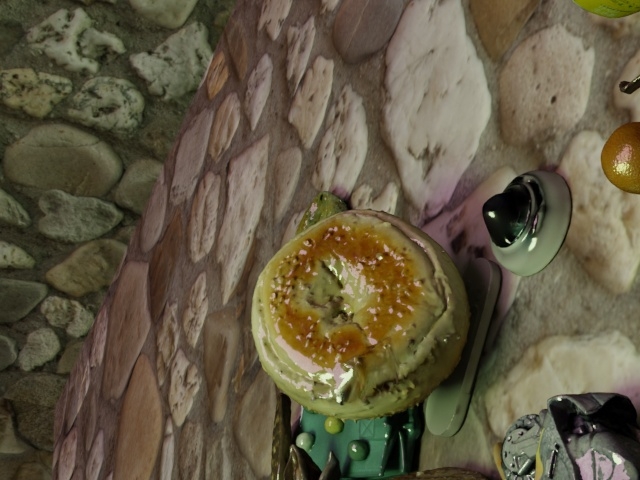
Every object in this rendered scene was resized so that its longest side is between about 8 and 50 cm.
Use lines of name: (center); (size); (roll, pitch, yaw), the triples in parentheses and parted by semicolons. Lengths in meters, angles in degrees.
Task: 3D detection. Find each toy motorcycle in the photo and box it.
toy motorcycle: (0.274, 0.251, 0.982); (0.173, 0.108, 0.307); (-60, 29, 18)

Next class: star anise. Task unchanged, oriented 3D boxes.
star anise: (-0.006, 0.405, 1.432); (0.197, 0.073, 0.212); (-53, 56, 29)

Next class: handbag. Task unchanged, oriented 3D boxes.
handbag: (0.049, 0.225, 1.509); (0.274, 0.100, 0.268); (-26, 51, 61)

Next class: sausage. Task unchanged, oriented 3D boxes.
sausage: (0.227, 0.285, 1.163); (0.024, 0.024, 0.132); (-62, 26, 25)

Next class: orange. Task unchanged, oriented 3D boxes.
orange: (0.344, -0.088, 1.080); (0.085, 0.085, 0.085); (-46, 36, 48)

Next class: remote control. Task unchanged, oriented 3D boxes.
remote control: (0.191, 0.143, 1.342); (0.077, 0.022, 0.244); (13, 86, 69)

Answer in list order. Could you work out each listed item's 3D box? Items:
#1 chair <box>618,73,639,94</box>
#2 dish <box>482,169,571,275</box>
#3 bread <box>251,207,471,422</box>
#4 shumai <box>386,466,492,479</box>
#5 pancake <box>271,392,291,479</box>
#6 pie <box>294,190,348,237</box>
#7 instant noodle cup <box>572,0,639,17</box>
chair: (0.427, -0.140, 0.789); (0.326, 0.183, 0.175); (-50, 33, 46)
dish: (0.241, -0.031, 1.269); (0.141, 0.078, 0.141); (-45, 36, 47)
bread: (0.055, 0.107, 1.344); (0.306, 0.158, 0.305); (-10, 56, 15)
shumai: (0.138, 0.362, 1.195); (0.210, 0.161, 0.152); (-1, 96, 47)
pancake: (-0.066, 0.401, 1.644); (0.288, 0.033, 0.286); (-92, 4, -71)
pie: (0.000, 0.000, 1.842); (0.187, 0.041, 0.186); (-45, 36, 47)
instant noodle cup: (0.367, -0.344, 1.068); (0.236, 0.216, 0.215); (155, 128, -72)
